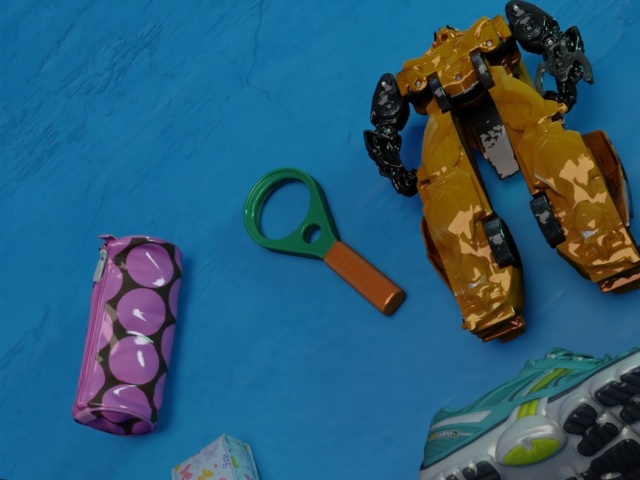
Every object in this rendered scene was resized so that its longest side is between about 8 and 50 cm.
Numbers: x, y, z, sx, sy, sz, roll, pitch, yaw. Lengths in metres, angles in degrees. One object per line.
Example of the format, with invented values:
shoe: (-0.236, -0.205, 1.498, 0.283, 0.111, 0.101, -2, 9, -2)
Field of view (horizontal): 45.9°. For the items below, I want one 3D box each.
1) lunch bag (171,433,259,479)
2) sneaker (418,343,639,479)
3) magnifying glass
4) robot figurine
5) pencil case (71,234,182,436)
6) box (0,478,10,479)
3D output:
lunch bag: (-0.093, 0.236, 0.699, 0.071, 0.053, 0.083, -37, 44, 11)
sneaker: (0.183, 0.113, 0.535, 0.275, 0.107, 0.110, -30, 26, 25)
magnifying glass: (0.000, 0.000, 0.766, 0.092, 0.026, 0.231, -52, 50, 2)
robot figurine: (0.153, -0.070, 0.656, 0.211, 0.085, 0.291, -26, 58, 21)
pencil case: (-0.209, 0.099, 0.808, 0.095, 0.098, 0.209, -12, 63, 28)
box: (-0.285, 0.322, 0.718, 0.093, 0.158, 0.156, 32, 88, 39)
